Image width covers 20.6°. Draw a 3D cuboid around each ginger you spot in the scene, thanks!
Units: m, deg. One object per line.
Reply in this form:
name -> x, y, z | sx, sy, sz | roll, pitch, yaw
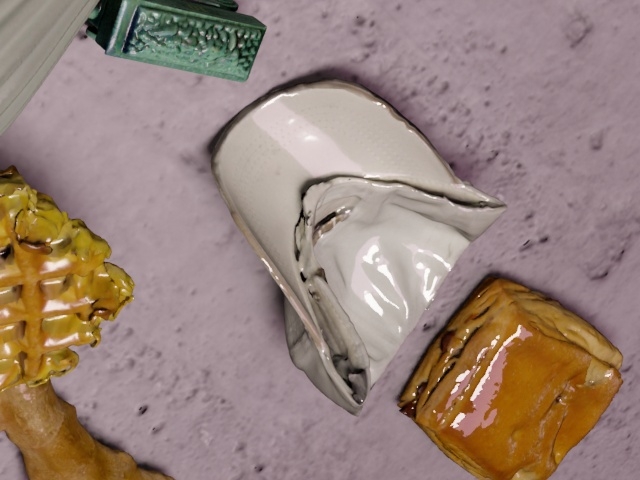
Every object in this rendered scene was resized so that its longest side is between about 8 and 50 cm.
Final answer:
ginger -> -0.228, 0.203, 1.665 | 0.118, 0.065, 0.298 | -42, 128, -15

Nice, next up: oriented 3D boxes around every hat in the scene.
hat -> 0.006, 0.002, 1.670 | 0.301, 0.168, 0.258 | 47, 62, -17

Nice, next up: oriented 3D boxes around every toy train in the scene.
toy train -> -0.122, -0.179, 1.493 | 0.172, 0.099, 0.070 | 8, 112, -37

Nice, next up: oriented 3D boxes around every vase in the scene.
vase -> -0.255, -0.173, 1.398 | 0.248, 0.128, 0.128 | -47, 131, -10

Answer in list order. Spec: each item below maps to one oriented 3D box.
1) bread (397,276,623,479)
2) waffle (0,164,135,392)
bread -> 0.213, 0.163, 1.903 | 0.235, 0.099, 0.210 | 33, 96, -41
waffle -> -0.323, 0.047, 1.435 | 0.302, 0.068, 0.325 | -34, 139, 25
